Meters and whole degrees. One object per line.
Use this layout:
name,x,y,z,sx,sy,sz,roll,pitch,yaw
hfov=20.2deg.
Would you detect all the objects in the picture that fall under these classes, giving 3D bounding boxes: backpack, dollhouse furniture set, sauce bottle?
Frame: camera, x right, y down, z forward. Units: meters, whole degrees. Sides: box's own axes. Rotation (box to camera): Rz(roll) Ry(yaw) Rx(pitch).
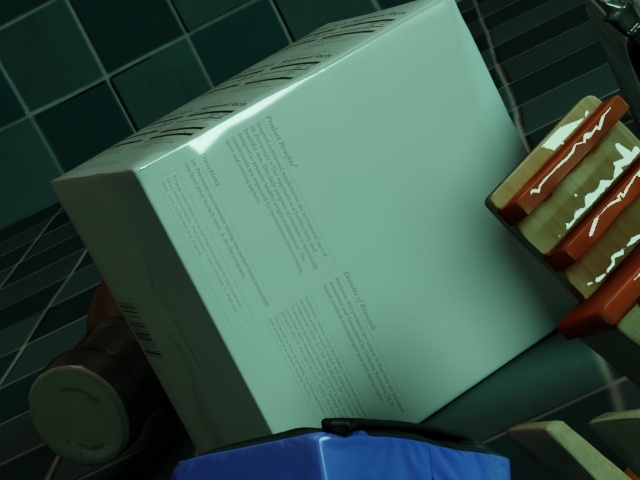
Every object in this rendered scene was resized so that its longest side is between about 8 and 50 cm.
backpack,0.014,0.120,0.689,0.098,0.101,0.120,-11,-12,43
dollhouse furniture set,0.166,-0.006,0.651,0.262,0.135,0.259,-46,5,-15
sauce bottle,-0.086,0.040,1.220,0.111,0.111,0.344,-22,13,26

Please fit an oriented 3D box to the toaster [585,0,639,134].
toaster,0.230,-0.086,0.866,0.168,0.186,0.110,-28,22,3

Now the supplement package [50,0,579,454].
supplement package,0.000,0.000,0.988,0.203,0.194,0.149,-32,13,-22

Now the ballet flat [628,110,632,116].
ballet flat,0.247,-0.102,1.186,0.086,0.086,0.248,-31,13,-14
